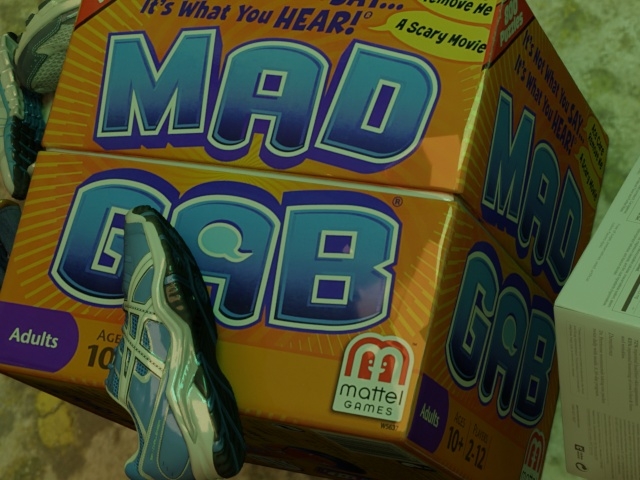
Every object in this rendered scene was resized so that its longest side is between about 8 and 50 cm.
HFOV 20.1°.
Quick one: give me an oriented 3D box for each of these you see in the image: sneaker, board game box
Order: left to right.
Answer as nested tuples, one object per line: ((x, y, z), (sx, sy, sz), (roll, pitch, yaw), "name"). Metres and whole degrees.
((-0.325, -0.115, 1.835), (0.083, 0.071, 0.190), (-25, 57, 19), "sneaker")
((-0.173, -0.202, 1.775), (0.283, 0.110, 0.122), (-25, 69, 13), "sneaker")
((-0.117, 0.074, 1.275), (0.081, 0.080, 0.211), (-19, 67, 13), "sneaker")
((0.000, 0.000, 1.497), (0.356, 0.356, 0.356), (7, 76, 23), "board game box")

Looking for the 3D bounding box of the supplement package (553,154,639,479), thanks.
((0.342, 0.084, 1.388), (0.263, 0.199, 0.198), (15, 49, 25), "supplement package")

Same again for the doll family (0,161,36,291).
((-0.264, 0.020, 1.729), (0.263, 0.118, 0.163), (-35, 64, 8), "doll family")
